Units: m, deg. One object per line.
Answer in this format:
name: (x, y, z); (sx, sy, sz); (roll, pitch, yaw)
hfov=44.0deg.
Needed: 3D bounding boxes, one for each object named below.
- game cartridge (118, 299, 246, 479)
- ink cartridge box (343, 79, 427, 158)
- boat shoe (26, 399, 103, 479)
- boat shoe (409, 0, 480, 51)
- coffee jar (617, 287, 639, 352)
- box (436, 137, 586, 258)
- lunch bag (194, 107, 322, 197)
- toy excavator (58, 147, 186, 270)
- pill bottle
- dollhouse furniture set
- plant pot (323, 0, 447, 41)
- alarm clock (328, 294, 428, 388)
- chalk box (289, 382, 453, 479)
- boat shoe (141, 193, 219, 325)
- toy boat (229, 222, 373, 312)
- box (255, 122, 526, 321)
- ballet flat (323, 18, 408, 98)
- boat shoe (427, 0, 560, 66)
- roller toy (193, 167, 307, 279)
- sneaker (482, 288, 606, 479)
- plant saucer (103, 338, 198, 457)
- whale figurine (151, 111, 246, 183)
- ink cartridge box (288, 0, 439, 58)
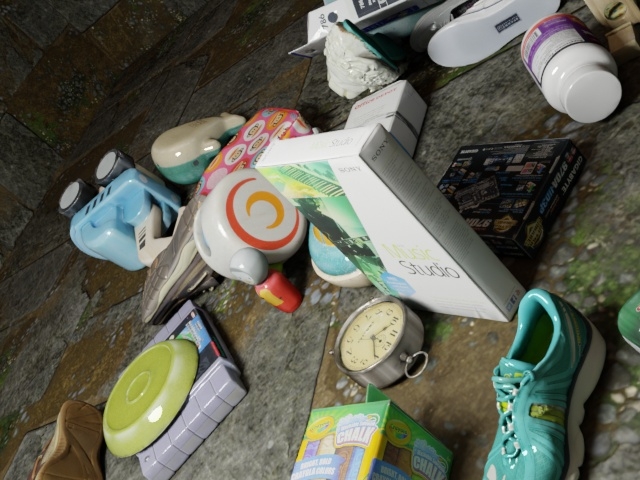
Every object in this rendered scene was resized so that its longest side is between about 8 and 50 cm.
game cartridge: (-0.267, 0.261, 1.471); (0.230, 0.068, 0.355); (-52, 28, 2)
ink cartridge box: (0.109, -0.193, 1.489); (0.139, 0.082, 0.191); (-20, 37, 41)
boat shoe: (-0.489, 0.453, 1.492); (0.123, 0.123, 0.342); (-53, 25, 20)
boat shoe: (0.266, -0.451, 1.629); (0.184, 0.066, 0.063); (-33, 29, 7)
coffee jar: (0.372, 0.105, 0.745); (0.096, 0.079, 0.184); (-45, 28, 6)
box: (0.252, -0.063, 1.156); (0.220, 0.051, 0.175); (4, 57, 56)
lunch bag: (-0.133, -0.159, 1.746); (0.293, 0.120, 0.258); (-53, 29, -12)
toy excavator: (-0.445, -0.028, 1.979); (0.432, 0.222, 0.445); (-35, 44, 22)
pill bottle: (0.371, -0.253, 1.170); (0.108, 0.108, 0.194); (-36, 30, 21)
dollhouse furniture set: (0.484, -0.384, 1.183); (0.160, 0.101, 0.182); (-28, 34, 33)
plant pot: (0.150, -0.584, 1.753); (0.252, 0.248, 0.247); (-5, 37, 17)
alarm clock: (0.093, 0.149, 1.098); (0.129, 0.064, 0.192); (-52, 26, -8)
chalk box: (0.058, 0.272, 0.918); (0.132, 0.132, 0.213); (-18, 41, 44)
boat shoe: (-0.268, 0.064, 1.653); (0.355, 0.130, 0.132); (-52, 30, 35)
toy boat: (0.000, 0.000, 1.328); (0.318, 0.148, 0.268); (-37, 30, 20)
box: (0.089, -0.016, 1.037); (0.232, 0.322, 0.058); (1, 51, 56)
ballet flat: (0.084, -0.334, 1.546); (0.147, 0.147, 0.409); (-37, -2, 19)
boat shoe: (0.321, -0.408, 1.473); (0.258, 0.095, 0.084); (-19, 34, 26)
roller toy: (-0.134, -0.029, 1.489); (0.209, 0.191, 0.146); (-59, 11, -32)
sneaker: (0.215, 0.177, 0.841); (0.107, 0.110, 0.275); (-13, 44, 47)
plant saucer: (-0.317, 0.272, 1.429); (0.241, 0.037, 0.241); (-35, 30, 24)
whale figurine: (-0.321, -0.250, 2.150); (0.272, 0.141, 0.216); (-34, 33, -25)
ink cartridge box: (0.093, -0.463, 1.600); (0.332, 0.065, 0.165); (-21, 4, 17)
